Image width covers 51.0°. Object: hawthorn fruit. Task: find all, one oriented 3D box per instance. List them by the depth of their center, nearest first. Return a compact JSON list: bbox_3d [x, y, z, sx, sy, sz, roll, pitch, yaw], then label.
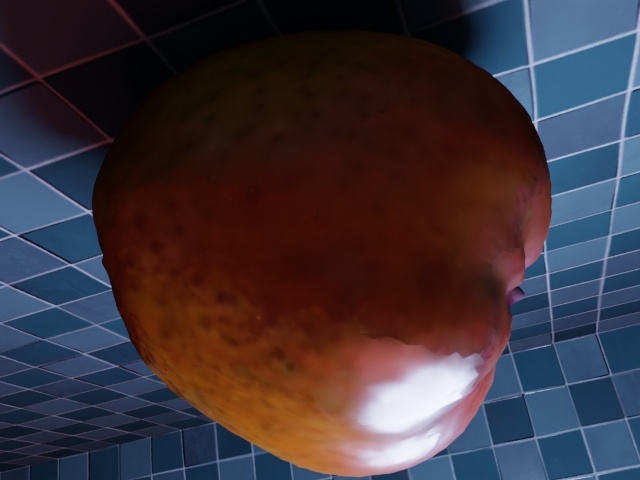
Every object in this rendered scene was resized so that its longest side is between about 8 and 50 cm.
[{"bbox_3d":[0.000,0.000,0.711,0.471,0.472,0.472,-8,154,-4],"label":"hawthorn fruit"}]
